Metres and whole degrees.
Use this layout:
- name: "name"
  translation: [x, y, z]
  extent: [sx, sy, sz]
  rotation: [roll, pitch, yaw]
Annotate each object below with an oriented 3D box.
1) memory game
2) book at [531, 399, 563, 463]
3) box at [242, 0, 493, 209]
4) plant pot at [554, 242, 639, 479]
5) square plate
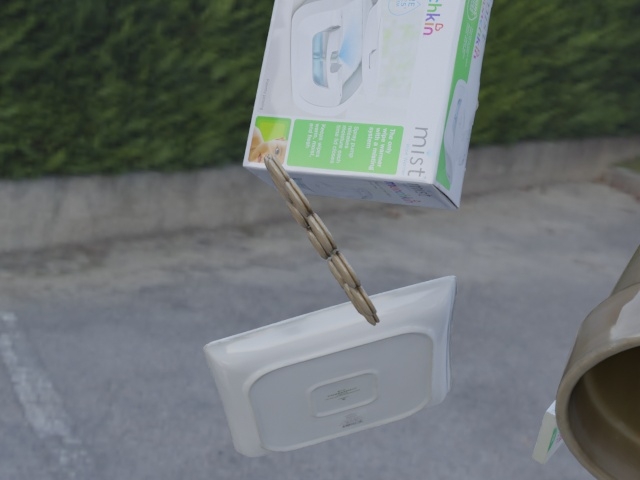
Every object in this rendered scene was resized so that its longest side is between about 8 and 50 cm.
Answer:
- name: "memory game"
  translation: [0.000, 0.000, 1.019]
  extent: [0.012, 0.186, 0.186]
  rotation: [-33, 22, -3]
- name: "book"
  translation: [0.382, 0.277, 1.772]
  extent: [0.035, 0.096, 0.144]
  rotation: [24, 33, 25]
- name: "box"
  translation: [0.060, -0.181, 1.287]
  extent: [0.231, 0.262, 0.127]
  rotation: [7, -9, 23]
- name: "plant pot"
  translation: [0.387, 0.063, 0.942]
  extent: [0.323, 0.323, 0.280]
  rotation: [13, 54, 15]
- name: "square plate"
  translation: [0.030, 0.198, 1.575]
  extent: [0.347, 0.344, 0.049]
  rotation: [-15, 55, -6]
